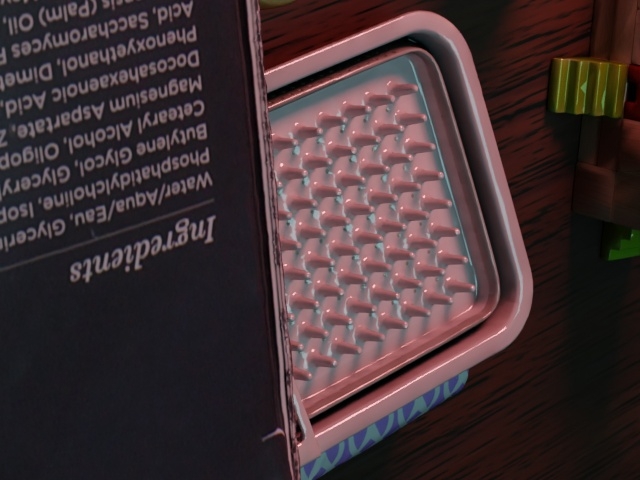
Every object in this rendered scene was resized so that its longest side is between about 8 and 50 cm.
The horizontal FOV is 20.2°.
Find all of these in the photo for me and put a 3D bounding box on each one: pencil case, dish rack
[{"bbox_3d":[0.027,0.125,1.451,0.206,0.086,0.088,-29,82,-34],"label":"pencil case"},{"bbox_3d":[0.000,0.000,1.367,0.333,0.072,0.286,-26,106,-31],"label":"dish rack"}]

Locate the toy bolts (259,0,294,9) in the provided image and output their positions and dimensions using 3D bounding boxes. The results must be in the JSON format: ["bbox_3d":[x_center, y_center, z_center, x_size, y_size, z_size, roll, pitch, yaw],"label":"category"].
[{"bbox_3d":[-0.054,-0.277,1.122,0.228,0.158,0.218,34,80,-40],"label":"toy bolts"}]

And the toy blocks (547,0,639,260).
[{"bbox_3d":[0.357,-0.141,1.534,0.190,0.261,0.381,-7,107,-39],"label":"toy blocks"}]

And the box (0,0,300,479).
[{"bbox_3d":[-0.273,-0.108,0.854,0.297,0.480,0.472,-21,115,-33],"label":"box"}]
